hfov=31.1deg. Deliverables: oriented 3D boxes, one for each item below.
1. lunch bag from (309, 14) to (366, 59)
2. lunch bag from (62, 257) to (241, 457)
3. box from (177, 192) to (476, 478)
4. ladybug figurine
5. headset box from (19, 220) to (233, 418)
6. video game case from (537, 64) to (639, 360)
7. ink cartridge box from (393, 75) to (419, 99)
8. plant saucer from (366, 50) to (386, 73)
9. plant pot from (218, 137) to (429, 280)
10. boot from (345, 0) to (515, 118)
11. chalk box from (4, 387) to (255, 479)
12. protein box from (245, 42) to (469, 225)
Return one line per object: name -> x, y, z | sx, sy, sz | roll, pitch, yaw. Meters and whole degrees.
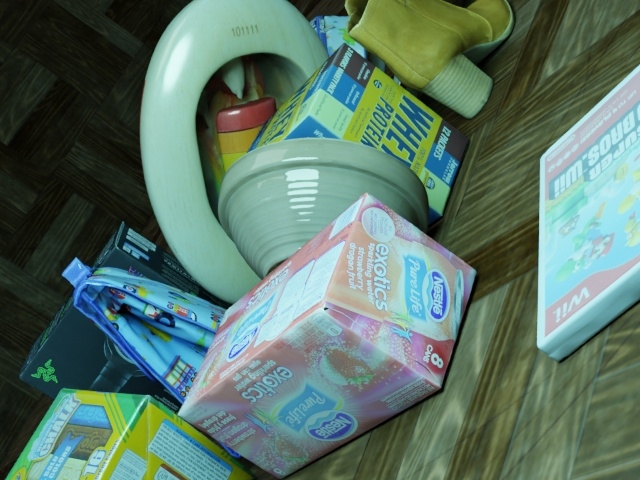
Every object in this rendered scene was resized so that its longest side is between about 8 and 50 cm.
lunch bag -> 0.020, -0.233, 1.813 | 0.176, 0.090, 0.219 | -95, 9, -51
lunch bag -> -0.186, 0.110, 1.423 | 0.138, 0.293, 0.221 | -54, 8, 0
box -> 0.000, 0.107, 1.159 | 0.300, 0.142, 0.154 | -40, 20, 47
ladybug figurine -> -0.113, -0.121, 1.569 | 0.305, 0.449, 0.162 | -15, 20, -30
headset box -> -0.294, 0.163, 1.801 | 0.283, 0.246, 0.131 | -51, 14, 12
video game case -> 0.254, -0.053, 0.935 | 0.204, 0.025, 0.285 | -46, 17, 33
ink cartridge box -> 0.124, -0.203, 1.614 | 0.145, 0.045, 0.179 | 99, 177, -60
plant saucer -> 0.080, -0.270, 1.867 | 0.198, 0.036, 0.199 | -175, 90, -85
plant pot -> 0.000, 0.000, 1.265 | 0.237, 0.237, 0.110 | -39, 36, 48
boot -> 0.140, -0.298, 1.504 | 0.104, 0.211, 0.295 | -44, 17, 36
chalk box -> -0.251, 0.294, 1.354 | 0.289, 0.180, 0.179 | -4, 51, 52
protein box -> 0.031, -0.088, 1.395 | 0.201, 0.199, 0.136 | -39, 21, 47
